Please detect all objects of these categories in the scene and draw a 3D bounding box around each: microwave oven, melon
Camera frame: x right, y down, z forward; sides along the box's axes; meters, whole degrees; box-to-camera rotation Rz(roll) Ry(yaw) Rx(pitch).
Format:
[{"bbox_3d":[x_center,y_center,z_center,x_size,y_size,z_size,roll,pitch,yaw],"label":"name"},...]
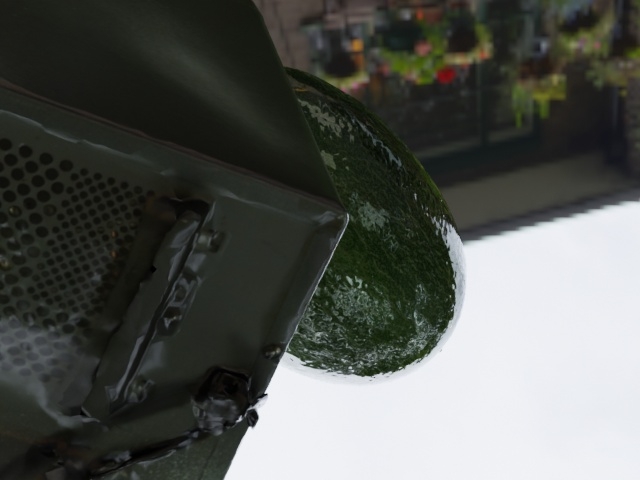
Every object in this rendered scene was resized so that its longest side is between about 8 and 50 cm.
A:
[{"bbox_3d":[-0.199,0.077,0.737,0.236,0.432,0.374,19,-160,-19],"label":"microwave oven"},{"bbox_3d":[0.000,0.000,1.043,0.182,0.288,0.182,-31,-149,21],"label":"melon"}]
